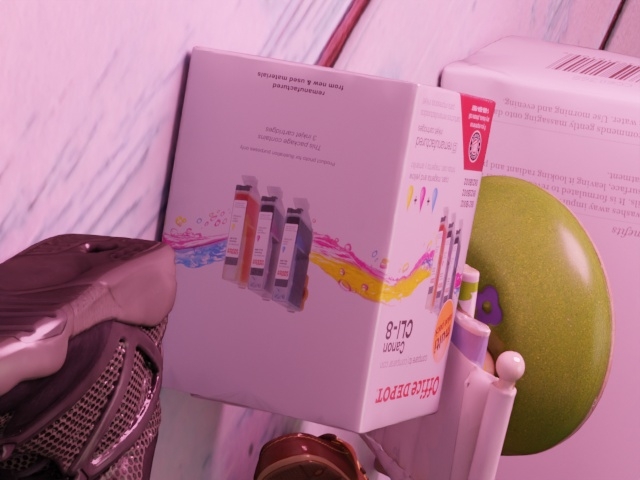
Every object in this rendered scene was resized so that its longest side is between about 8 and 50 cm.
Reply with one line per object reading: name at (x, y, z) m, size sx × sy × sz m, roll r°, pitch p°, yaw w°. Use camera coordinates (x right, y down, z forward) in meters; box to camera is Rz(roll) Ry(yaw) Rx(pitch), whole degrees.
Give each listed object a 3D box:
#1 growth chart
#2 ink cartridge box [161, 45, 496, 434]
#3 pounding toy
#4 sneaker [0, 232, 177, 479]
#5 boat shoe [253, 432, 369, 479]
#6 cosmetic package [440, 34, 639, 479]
growth chart at (0.052, 0.065, 1.079) m, size 0.021 × 0.237 × 0.172 m, roll 1°, pitch 119°, yaw -23°
ink cartridge box at (0.000, 0.000, 0.975) m, size 0.128 × 0.127 × 0.176 m, roll -1°, pitch 102°, yaw -68°
pounding toy at (0.078, 0.078, 1.200) m, size 0.110 × 0.183 × 0.237 m, roll -4°, pitch 110°, yaw -41°
sneaker at (-0.124, 0.077, 0.762) m, size 0.227 × 0.087 × 0.130 m, roll -27°, pitch 119°, yaw -69°
boat shoe at (-0.004, 0.148, 1.141) m, size 0.178 × 0.064 × 0.060 m, roll 57°, pitch 17°, yaw -62°
cosmetic package at (0.190, 0.065, 1.361) m, size 0.156 × 0.217 × 0.385 m, roll -30°, pitch 129°, yaw -62°
